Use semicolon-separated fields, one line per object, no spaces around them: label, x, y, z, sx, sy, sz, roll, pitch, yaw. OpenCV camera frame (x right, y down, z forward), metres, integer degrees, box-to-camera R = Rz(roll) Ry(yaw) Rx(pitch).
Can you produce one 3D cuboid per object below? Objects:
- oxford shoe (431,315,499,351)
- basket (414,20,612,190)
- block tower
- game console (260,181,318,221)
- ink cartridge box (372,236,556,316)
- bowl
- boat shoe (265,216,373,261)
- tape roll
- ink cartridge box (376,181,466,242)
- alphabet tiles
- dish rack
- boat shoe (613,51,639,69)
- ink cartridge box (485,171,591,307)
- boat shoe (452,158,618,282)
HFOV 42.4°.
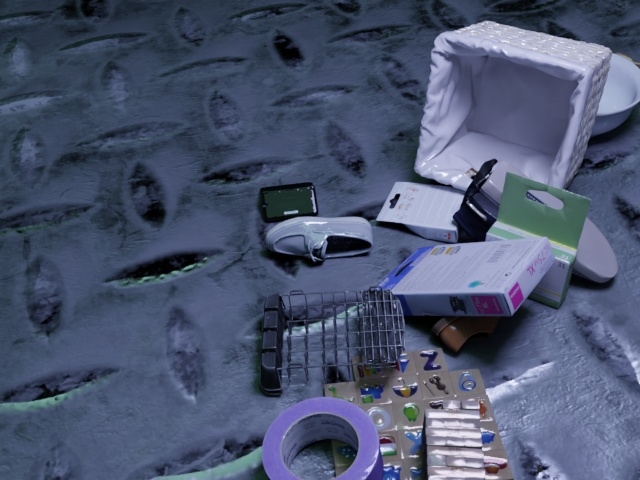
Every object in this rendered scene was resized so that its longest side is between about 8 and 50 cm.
oxford shoe;0.313;0.142;1.565;0.212;0.076;0.076;-32;69;-19
basket;0.418;-0.284;1.789;0.329;0.331;0.266;20;33;23
block tower;0.203;0.409;1.244;0.091;0.097;0.335;1;45;4
game console;-0.071;-0.089;1.865;0.122;0.071;0.107;-7;73;-4
ink cartridge box;0.265;0.071;1.565;0.311;0.065;0.186;-2;29;45
bowl;0.626;-0.340;2.007;0.298;0.134;0.297;-1;44;1
boat shoe;0.001;0.001;1.715;0.228;0.079;0.081;-5;39;-7
tape roll;0.005;0.351;1.326;0.189;0.080;0.189;-5;44;5
ink cartridge box;0.230;-0.064;1.810;0.179;0.045;0.145;6;43;24
alphabet tiles;0.159;0.325;1.410;0.285;0.011;0.342;-6;43;-3
dish rack;0.020;0.175;1.522;0.272;0.074;0.208;-4;43;4
boat shoe;0.825;-0.431;2.155;0.060;0.064;0.178;-50;53;-3
ink cartridge box;0.405;0.002;1.578;0.171;0.235;0.056;22;45;24
boat shoe;0.432;-0.012;1.691;0.340;0.158;0.127;41;50;4
